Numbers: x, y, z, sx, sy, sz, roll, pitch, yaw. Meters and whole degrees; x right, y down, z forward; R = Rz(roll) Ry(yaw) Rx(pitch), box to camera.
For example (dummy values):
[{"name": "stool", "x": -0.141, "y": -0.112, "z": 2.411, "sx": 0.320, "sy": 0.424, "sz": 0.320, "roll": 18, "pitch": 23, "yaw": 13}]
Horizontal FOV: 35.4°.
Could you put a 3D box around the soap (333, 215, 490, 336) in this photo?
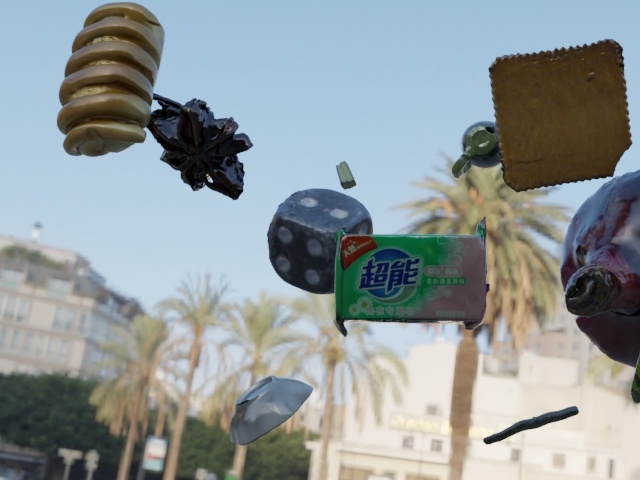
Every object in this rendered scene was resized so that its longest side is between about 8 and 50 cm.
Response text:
[{"name": "soap", "x": 0.160, "y": 0.065, "z": 1.797, "sx": 0.274, "sy": 0.217, "sz": 0.098, "roll": 1, "pitch": -12, "yaw": -1}]

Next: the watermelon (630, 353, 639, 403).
[{"name": "watermelon", "x": 0.562, "y": 0.111, "z": 1.394, "sx": 0.304, "sy": 0.128, "sz": 0.159, "roll": -17, "pitch": -23, "yaw": -23}]

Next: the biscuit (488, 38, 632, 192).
[{"name": "biscuit", "x": 0.413, "y": -0.212, "z": 1.716, "sx": 0.232, "sy": 0.236, "sz": 0.013, "roll": -9, "pitch": 7, "yaw": 1}]

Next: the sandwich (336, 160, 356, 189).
[{"name": "sandwich", "x": 0.053, "y": -0.122, "z": 2.016, "sx": 0.031, "sy": 0.083, "sz": 0.044, "roll": -21, "pitch": -58, "yaw": 5}]

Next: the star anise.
[{"name": "star anise", "x": -0.213, "y": -0.180, "z": 1.853, "sx": 0.190, "sy": 0.126, "sz": 0.220, "roll": 23, "pitch": -38, "yaw": 28}]

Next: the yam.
[{"name": "yam", "x": 0.427, "y": 0.371, "z": 2.033, "sx": 0.234, "sy": 0.027, "sz": 0.029, "roll": -13, "pitch": -12, "yaw": -25}]

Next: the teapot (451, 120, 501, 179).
[{"name": "teapot", "x": 0.303, "y": -0.169, "z": 1.896, "sx": 0.092, "sy": 0.124, "sz": 0.091, "roll": 14, "pitch": 1, "yaw": 17}]

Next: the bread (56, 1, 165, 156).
[{"name": "bread", "x": -0.374, "y": -0.294, "z": 1.767, "sx": 0.173, "sy": 0.311, "sz": 0.121, "roll": -11, "pitch": -32, "yaw": 24}]

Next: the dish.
[{"name": "dish", "x": -0.108, "y": 0.307, "z": 1.905, "sx": 0.066, "sy": 0.191, "sz": 0.191, "roll": 56, "pitch": -31, "yaw": -8}]

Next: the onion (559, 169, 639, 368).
[{"name": "onion", "x": 0.567, "y": 0.048, "z": 1.742, "sx": 0.420, "sy": 0.398, "sz": 0.398, "roll": 8, "pitch": -12, "yaw": -42}]

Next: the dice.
[{"name": "dice", "x": 0.000, "y": 0.000, "z": 2.248, "sx": 0.183, "sy": 0.181, "sz": 0.182, "roll": 22, "pitch": -52, "yaw": 25}]
